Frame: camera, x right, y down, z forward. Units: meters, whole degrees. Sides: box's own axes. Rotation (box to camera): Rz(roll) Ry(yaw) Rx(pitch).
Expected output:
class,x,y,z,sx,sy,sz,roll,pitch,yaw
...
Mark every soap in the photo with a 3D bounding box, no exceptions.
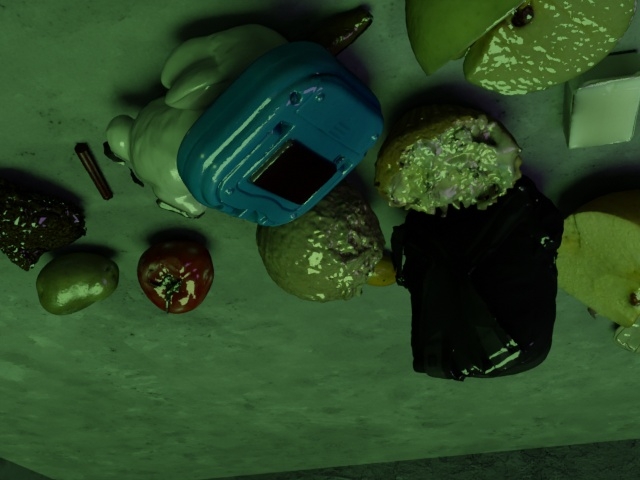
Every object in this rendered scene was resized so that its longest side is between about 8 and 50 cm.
class,x,y,z,sx,sy,sz,roll,pitch,yaw
soap,0.497,-0.242,1.331,0.121,0.064,0.183,-7,147,10

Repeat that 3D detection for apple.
class,x,y,z,sx,sy,sz,roll,pitch,yaw
apple,0.655,0.015,1.572,0.313,0.252,0.309,-2,136,0
apple,0.251,-0.344,1.017,0.294,0.234,0.257,-4,166,-28

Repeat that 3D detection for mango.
class,x,y,z,sx,sy,sz,roll,pitch,yaw
mango,0.109,0.063,1.811,0.190,0.075,0.098,13,140,-8

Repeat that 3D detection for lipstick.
class,x,y,z,sx,sy,sz,roll,pitch,yaw
lipstick,-0.463,-0.136,1.543,0.027,0.027,0.176,-2,149,3

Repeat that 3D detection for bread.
class,x,y,z,sx,sy,sz,roll,pitch,yaw
bread,0.229,-0.155,1.395,0.273,0.149,0.274,-4,144,-3

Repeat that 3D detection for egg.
class,x,y,z,sx,sy,sz,roll,pitch,yaw
egg,0.000,0.000,1.535,0.279,0.279,0.310,1,176,-1

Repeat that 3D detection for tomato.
class,x,y,z,sx,sy,sz,roll,pitch,yaw
tomato,-0.329,0.080,1.756,0.186,0.151,0.187,3,106,10

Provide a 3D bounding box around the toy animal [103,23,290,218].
class,x,y,z,sx,sy,sz,roll,pitch,yaw
toy animal,-0.197,-0.221,1.272,0.257,0.194,0.357,14,135,-27

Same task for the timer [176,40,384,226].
class,x,y,z,sx,sy,sz,roll,pitch,yaw
timer,-0.053,-0.157,1.231,0.309,0.115,0.340,-42,156,14

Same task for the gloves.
class,x,y,z,sx,sy,sz,roll,pitch,yaw
gloves,-0.648,-0.045,1.585,0.312,0.135,0.210,15,141,-26

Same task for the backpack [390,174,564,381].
class,x,y,z,sx,sy,sz,roll,pitch,yaw
backpack,0.316,0.083,1.498,0.363,0.446,0.255,-20,136,27

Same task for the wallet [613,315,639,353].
class,x,y,z,sx,sy,sz,roll,pitch,yaw
wallet,0.984,0.247,2.098,0.335,0.068,0.275,11,144,-18

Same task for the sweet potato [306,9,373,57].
class,x,y,z,sx,sy,sz,roll,pitch,yaw
sweet potato,0.002,-0.300,1.249,0.081,0.062,0.233,-7,152,-33

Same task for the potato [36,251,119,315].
class,x,y,z,sx,sy,sz,roll,pitch,yaw
potato,-0.576,0.100,1.801,0.193,0.157,0.157,-9,147,17
